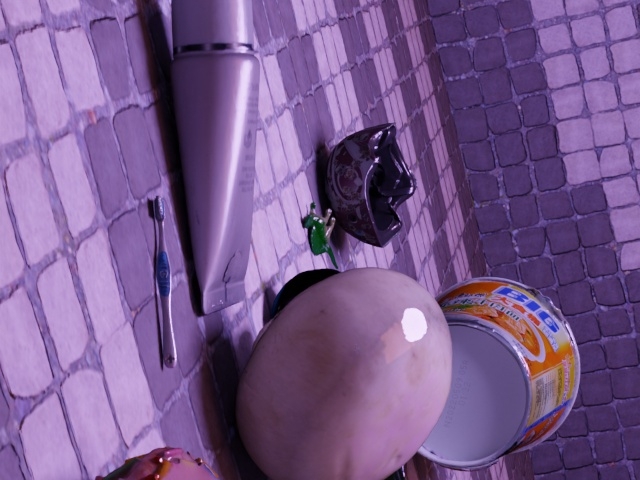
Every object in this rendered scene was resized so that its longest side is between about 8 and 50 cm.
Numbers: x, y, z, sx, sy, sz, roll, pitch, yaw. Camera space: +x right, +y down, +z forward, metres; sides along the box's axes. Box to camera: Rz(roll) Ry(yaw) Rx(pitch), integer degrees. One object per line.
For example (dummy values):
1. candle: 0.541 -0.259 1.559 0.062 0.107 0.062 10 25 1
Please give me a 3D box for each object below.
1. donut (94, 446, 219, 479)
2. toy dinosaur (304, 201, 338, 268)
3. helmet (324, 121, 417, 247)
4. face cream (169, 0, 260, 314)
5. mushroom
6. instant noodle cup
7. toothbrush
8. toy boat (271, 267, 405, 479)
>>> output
1. donut: -0.116 0.247 1.003 0.233 0.085 0.199 39 42 -69
2. toy dinosaur: 0.000 -0.001 1.860 0.060 0.029 0.119 -65 150 -43
3. helmet: 0.057 -0.079 1.990 0.153 0.107 0.177 69 35 -46
4. face cream: -0.098 -0.089 1.393 0.143 0.089 0.314 -15 101 -78
5. mushroom: 0.014 0.139 1.426 0.246 0.202 0.246 -22 125 -37
6. instant noodle cup: 0.233 0.213 2.138 0.214 0.296 0.296 -18 97 -68
7. toothbrush: -0.138 0.036 1.253 0.017 0.014 0.162 84 -1 -71
8. toy boat: 0.006 0.182 1.576 0.092 0.134 0.299 129 -42 -57
